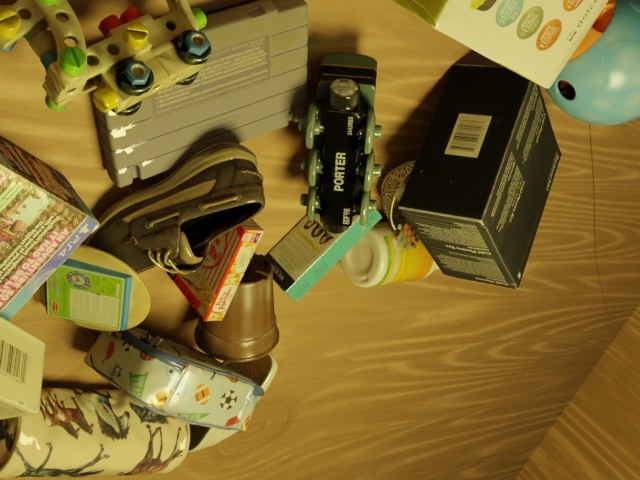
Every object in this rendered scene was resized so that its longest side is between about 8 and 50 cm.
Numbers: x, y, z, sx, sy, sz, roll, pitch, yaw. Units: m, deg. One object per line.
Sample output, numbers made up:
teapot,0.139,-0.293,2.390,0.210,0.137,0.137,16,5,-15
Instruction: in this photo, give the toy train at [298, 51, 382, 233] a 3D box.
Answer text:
toy train,0.040,-0.169,1.457,0.142,0.190,0.334,5,138,4

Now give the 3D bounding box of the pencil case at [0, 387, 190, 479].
pencil case,-0.437,0.340,1.506,0.160,0.183,0.410,-31,152,30

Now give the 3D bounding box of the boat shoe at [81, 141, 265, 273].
boat shoe,-0.242,-0.016,1.323,0.355,0.130,0.132,-35,150,15

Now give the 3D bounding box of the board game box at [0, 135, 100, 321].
board game box,-0.496,-0.034,1.103,0.232,0.141,0.291,-46,144,2

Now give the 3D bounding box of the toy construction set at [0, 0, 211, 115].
toy construction set,-0.265,-0.287,1.070,0.328,0.215,0.151,-37,180,-19

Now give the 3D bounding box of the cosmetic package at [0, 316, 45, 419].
cosmetic package,-0.564,0.193,1.143,0.310,0.113,0.160,-10,151,12

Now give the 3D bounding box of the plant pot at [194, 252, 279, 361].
plant pot,-0.156,0.116,1.567,0.167,0.167,0.165,-16,128,-33

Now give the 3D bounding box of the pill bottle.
pill bottle,0.174,0.025,1.803,0.246,0.136,0.136,-5,128,-41

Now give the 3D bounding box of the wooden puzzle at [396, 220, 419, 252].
wooden puzzle,0.179,-0.009,1.706,0.049,0.006,0.083,-56,134,-25

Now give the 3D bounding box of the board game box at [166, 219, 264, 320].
board game box,-0.189,0.021,1.446,0.045,0.147,0.193,2,122,-45

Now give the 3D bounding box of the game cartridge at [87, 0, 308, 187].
game cartridge,-0.179,-0.241,1.283,0.355,0.068,0.230,-24,135,-26

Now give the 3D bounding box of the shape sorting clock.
shape sorting clock,-0.374,0.077,1.324,0.206,0.040,0.206,4,137,4

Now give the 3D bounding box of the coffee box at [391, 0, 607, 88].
coffee box,0.237,-0.480,1.216,0.334,0.338,0.337,10,117,-47

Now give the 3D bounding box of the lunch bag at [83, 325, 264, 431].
lunch bag,-0.270,0.241,1.494,0.303,0.243,0.115,33,82,-42

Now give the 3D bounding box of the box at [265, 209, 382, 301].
box,0.000,0.000,1.644,0.244,0.100,0.060,-45,144,0

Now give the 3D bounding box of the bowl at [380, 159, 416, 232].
bowl,0.180,-0.105,1.726,0.170,0.080,0.170,-27,134,-32

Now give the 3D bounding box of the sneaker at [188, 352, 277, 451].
sneaker,-0.191,0.347,1.807,0.290,0.106,0.123,-45,154,12

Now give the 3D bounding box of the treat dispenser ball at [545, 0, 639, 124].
treat dispenser ball,0.597,-0.384,1.694,0.288,0.288,0.288,-26,139,-24

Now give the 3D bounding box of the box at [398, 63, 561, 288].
box,0.337,-0.125,1.673,0.312,0.179,0.343,48,59,-52
